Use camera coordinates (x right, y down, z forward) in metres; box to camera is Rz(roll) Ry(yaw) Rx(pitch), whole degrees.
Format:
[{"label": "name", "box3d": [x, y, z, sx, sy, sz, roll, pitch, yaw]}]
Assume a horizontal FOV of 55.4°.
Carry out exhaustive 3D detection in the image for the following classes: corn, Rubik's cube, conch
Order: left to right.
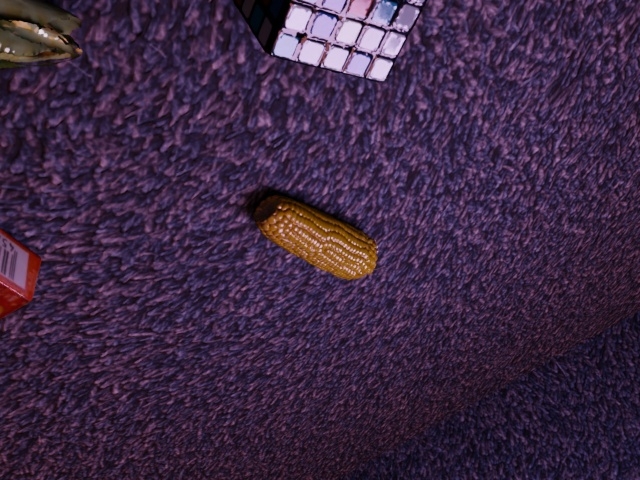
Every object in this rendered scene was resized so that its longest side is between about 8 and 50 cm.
[{"label": "conch", "box3d": [-0.370, -0.236, 0.647, 0.250, 0.137, 0.143, 10, 150, -33]}, {"label": "corn", "box3d": [0.000, 0.000, 1.167, 0.106, 0.106, 0.305, -45, 138, 19]}, {"label": "Rubik's cube", "box3d": [0.013, -0.331, 0.749, 0.182, 0.184, 0.187, 4, 130, -34]}]

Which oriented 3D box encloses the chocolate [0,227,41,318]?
[{"label": "chocolate", "box3d": [-0.573, 0.056, 0.878, 0.234, 0.108, 0.237, -29, 143, 3]}]
